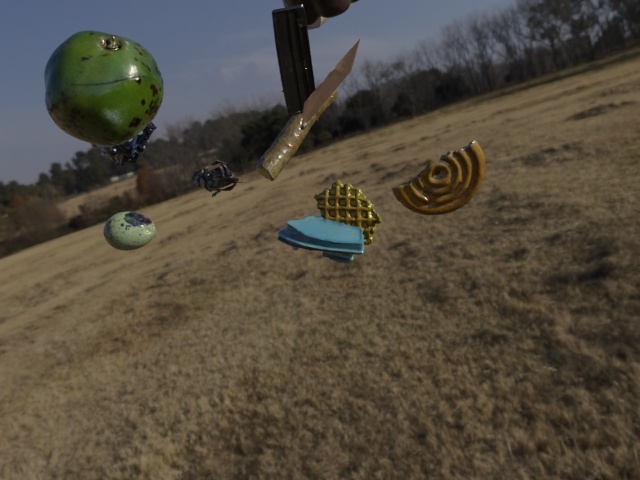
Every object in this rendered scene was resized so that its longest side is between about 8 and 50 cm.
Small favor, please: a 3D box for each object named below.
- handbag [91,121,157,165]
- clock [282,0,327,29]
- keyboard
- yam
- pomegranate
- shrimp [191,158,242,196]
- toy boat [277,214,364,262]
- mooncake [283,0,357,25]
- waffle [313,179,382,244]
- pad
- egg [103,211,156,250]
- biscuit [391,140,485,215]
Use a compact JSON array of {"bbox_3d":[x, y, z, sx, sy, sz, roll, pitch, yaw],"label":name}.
[{"bbox_3d":[-0.547,-0.292,1.582,0.113,0.162,0.260,29,-3,-38],"label":"handbag"},{"bbox_3d":[-0.054,-0.897,2.169,0.068,0.197,0.196,-47,22,-21],"label":"clock"},{"bbox_3d":[-0.061,-0.421,1.361,0.087,0.251,0.017,-17,34,-12],"label":"keyboard"},{"bbox_3d":[-0.066,-0.324,1.680,0.357,0.081,0.081,-54,25,-19],"label":"yam"},{"bbox_3d":[-0.469,-0.315,1.239,0.254,0.254,0.270,-30,-16,-50],"label":"pomegranate"},{"bbox_3d":[-0.247,-0.149,1.379,0.190,0.075,0.073,16,38,43],"label":"shrimp"},{"bbox_3d":[0.000,0.000,1.574,0.237,0.098,0.109,11,43,-5],"label":"toy boat"},{"bbox_3d":[0.006,-0.688,1.538,0.244,0.133,0.245,-17,39,14],"label":"mooncake"},{"bbox_3d":[0.079,-0.076,2.140,0.291,0.291,0.051,-14,4,16],"label":"waffle"},{"bbox_3d":[0.019,-0.307,1.144,0.188,0.006,0.113,-53,-7,-18],"label":"pad"},{"bbox_3d":[-0.411,-0.021,1.240,0.110,0.085,0.085,-5,11,1],"label":"egg"},{"bbox_3d":[0.291,-0.128,1.350,0.224,0.145,0.033,-28,24,15],"label":"biscuit"}]
